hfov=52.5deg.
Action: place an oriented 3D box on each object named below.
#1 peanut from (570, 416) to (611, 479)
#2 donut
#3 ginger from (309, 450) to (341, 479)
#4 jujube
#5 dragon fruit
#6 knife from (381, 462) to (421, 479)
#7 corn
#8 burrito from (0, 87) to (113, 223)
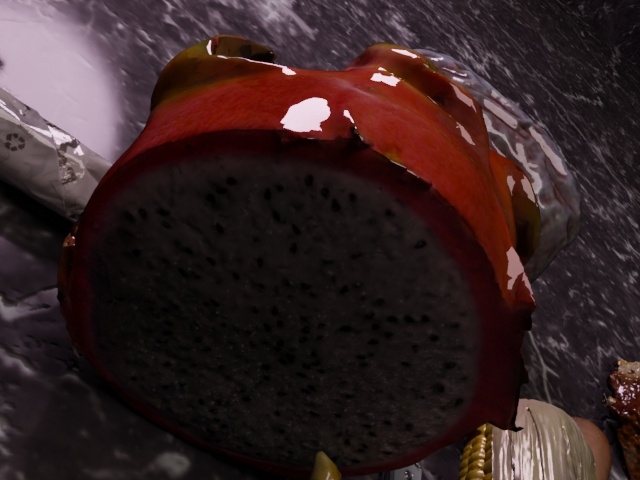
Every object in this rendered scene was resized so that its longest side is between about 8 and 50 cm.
[{"bbox_3d":[0.256,0.241,0.668,0.076,0.076,0.152,48,38,0],"label":"peanut"},{"bbox_3d":[0.456,0.226,0.857,0.186,0.126,0.144,-12,73,-51],"label":"donut"},{"bbox_3d":[0.016,0.237,0.384,0.157,0.102,0.216,0,70,-22],"label":"ginger"},{"bbox_3d":[0.156,-0.077,0.760,0.317,0.226,0.226,44,35,4],"label":"jujube"},{"bbox_3d":[0.000,0.000,0.462,0.305,0.305,0.226,36,36,-15],"label":"dragon fruit"},{"bbox_3d":[0.053,0.239,0.503,0.044,0.023,0.162,34,38,-12],"label":"knife"},{"bbox_3d":[0.165,0.261,0.513,0.122,0.123,0.305,39,37,-13],"label":"corn"},{"bbox_3d":[-0.239,-0.081,0.474,0.203,0.064,0.064,35,37,-19],"label":"burrito"}]
